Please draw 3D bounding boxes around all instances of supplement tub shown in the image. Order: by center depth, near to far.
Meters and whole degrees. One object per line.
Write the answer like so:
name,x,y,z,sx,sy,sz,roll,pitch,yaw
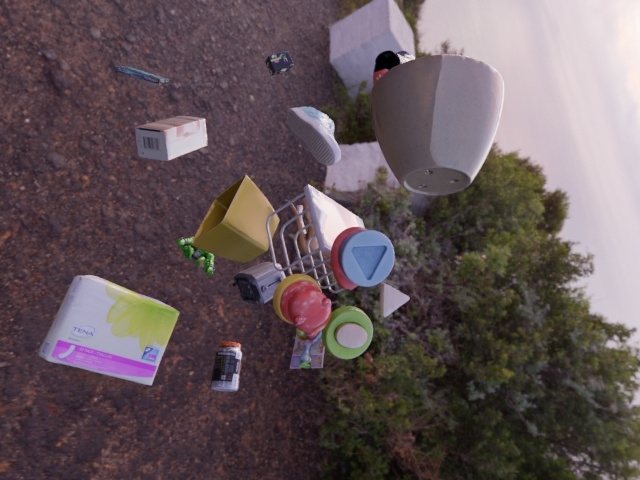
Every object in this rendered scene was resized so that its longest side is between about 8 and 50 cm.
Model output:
supplement tub,-0.390,0.528,1.898,0.117,0.117,0.190,31,55,-46

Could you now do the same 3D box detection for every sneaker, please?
sneaker,0.271,-0.652,1.682,0.148,0.131,0.350,59,33,-35
sneaker,0.008,-0.431,1.776,0.150,0.135,0.366,-20,53,-21

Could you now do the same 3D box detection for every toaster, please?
toaster,-0.228,0.160,1.735,0.146,0.227,0.129,-26,102,-31

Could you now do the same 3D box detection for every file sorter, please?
file sorter,0.004,0.014,1.259,0.277,0.173,0.193,28,39,-50

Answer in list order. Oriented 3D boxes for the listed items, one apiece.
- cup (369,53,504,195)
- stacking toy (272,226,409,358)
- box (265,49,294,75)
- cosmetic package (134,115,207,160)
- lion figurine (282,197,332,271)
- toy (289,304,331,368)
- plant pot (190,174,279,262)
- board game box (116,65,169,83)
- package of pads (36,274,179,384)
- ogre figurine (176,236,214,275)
cup,0.284,-0.250,1.120,0.331,0.331,0.237,23,64,-49
stacking toy,0.082,0.140,1.056,0.309,0.130,0.279,-43,109,-9
box,-0.154,-0.663,1.694,0.083,0.052,0.062,-28,97,-23
cosmetic package,-0.629,-0.443,1.939,0.296,0.153,0.129,-51,147,-60
lion figurine,0.000,0.000,1.625,0.392,0.142,0.240,13,73,-48
toy,-0.044,0.330,1.606,0.056,0.136,0.237,40,49,-46
plant pot,-0.262,-0.048,1.493,0.187,0.212,0.212,37,49,-25
board game box,-0.763,-0.713,1.956,0.126,0.186,0.026,-91,-163,-71
package of pads,-0.556,0.241,1.227,0.296,0.101,0.229,31,69,-38
ogre figurine,-0.530,0.052,1.961,0.197,0.097,0.118,28,24,-9
